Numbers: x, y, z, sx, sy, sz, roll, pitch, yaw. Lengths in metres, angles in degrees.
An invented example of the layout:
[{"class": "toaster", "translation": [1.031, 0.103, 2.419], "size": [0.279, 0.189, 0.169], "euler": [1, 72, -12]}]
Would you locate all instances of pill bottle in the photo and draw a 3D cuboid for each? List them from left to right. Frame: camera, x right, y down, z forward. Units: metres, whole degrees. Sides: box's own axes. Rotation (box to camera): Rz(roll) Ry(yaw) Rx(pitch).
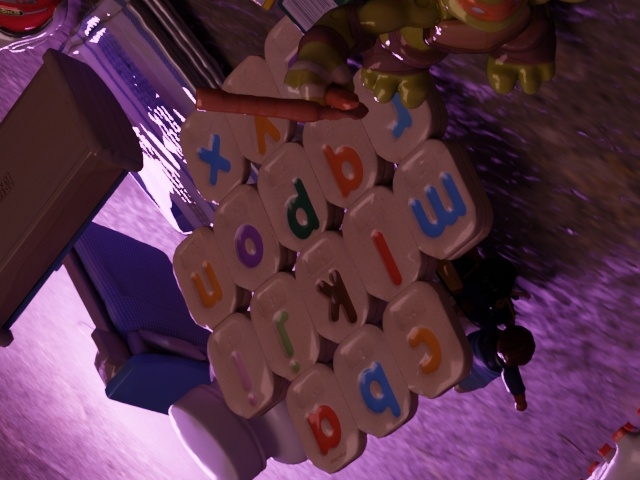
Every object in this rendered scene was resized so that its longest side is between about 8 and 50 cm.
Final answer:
[{"class": "pill bottle", "translation": [-0.014, 0.098, 1.431], "size": [0.108, 0.193, 0.108], "euler": [43, 156, 25]}]

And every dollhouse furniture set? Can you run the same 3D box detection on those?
[{"class": "dollhouse furniture set", "translation": [-0.164, -0.026, 1.641], "size": [0.303, 0.198, 0.286], "euler": [23, -155, -42]}]

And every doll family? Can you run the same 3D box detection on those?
[{"class": "doll family", "translation": [0.089, 0.026, 1.291], "size": [0.193, 0.076, 0.111], "euler": [49, 154, -4]}]

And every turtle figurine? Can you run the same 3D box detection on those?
[{"class": "turtle figurine", "translation": [0.064, -0.113, 0.963], "size": [0.217, 0.270, 0.087], "euler": [106, 144, -87]}]

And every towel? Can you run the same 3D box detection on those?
[{"class": "towel", "translation": [-0.128, -0.104, 1.571], "size": [0.209, 0.034, 0.285], "euler": [53, 160, -6]}]

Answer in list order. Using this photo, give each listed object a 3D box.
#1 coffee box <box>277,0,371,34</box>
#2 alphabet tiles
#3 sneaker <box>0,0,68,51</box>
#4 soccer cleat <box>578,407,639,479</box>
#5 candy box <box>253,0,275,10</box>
[{"class": "coffee box", "translation": [0.049, -0.175, 1.011], "size": [0.040, 0.113, 0.184], "euler": [52, 156, 6]}, {"class": "alphabet tiles", "translation": [0.000, 0.000, 1.282], "size": [0.284, 0.021, 0.278], "euler": [-42, 64, 41]}, {"class": "sneaker", "translation": [-0.309, -0.285, 1.598], "size": [0.279, 0.107, 0.118], "euler": [41, 148, 5]}, {"class": "soccer cleat", "translation": [0.204, 0.174, 1.258], "size": [0.076, 0.068, 0.196], "euler": [45, 153, 12]}, {"class": "candy box", "translation": [-0.049, -0.220, 1.208], "size": [0.105, 0.027, 0.206], "euler": [34, 158, -3]}]
